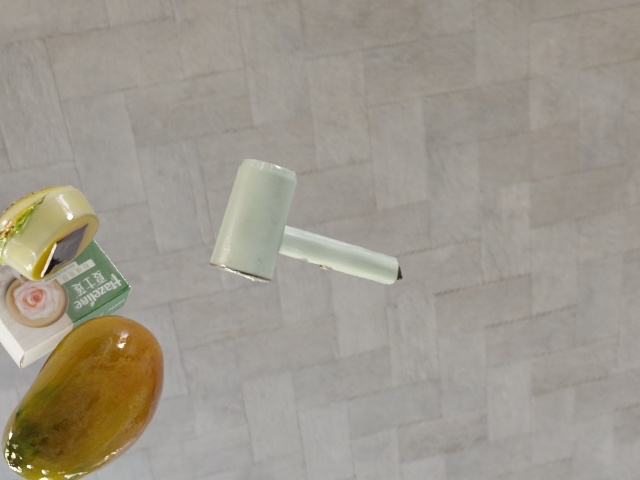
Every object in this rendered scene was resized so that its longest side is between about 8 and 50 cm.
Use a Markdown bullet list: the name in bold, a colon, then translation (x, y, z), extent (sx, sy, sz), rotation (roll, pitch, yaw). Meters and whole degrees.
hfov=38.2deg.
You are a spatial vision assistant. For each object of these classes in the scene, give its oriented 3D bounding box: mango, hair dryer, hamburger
- **mango**: translation (-0.313, 0.223, 1.263), extent (0.175, 0.139, 0.254), rotation (46, 66, -29)
- **hair dryer**: translation (0.000, 0.000, 1.073), extent (0.236, 0.073, 0.131), rotation (18, 87, -22)
- **hamburger**: translation (-0.341, -0.011, 1.126), extent (0.141, 0.081, 0.126), rotation (-42, 170, -33)

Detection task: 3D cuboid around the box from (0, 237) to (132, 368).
- **box**: translation (-0.407, 0.082, 1.404), extent (0.199, 0.081, 0.135), rotation (-35, 80, -31)
